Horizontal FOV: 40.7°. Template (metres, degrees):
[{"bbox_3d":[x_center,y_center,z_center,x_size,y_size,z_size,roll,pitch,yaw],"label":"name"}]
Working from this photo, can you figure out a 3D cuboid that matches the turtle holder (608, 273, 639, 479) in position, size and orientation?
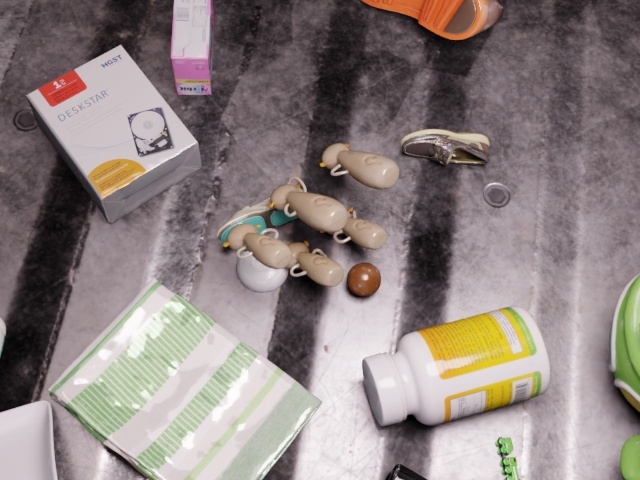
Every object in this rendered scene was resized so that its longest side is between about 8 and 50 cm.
[{"bbox_3d":[0.530,0.178,1.221,0.243,0.227,0.320,-1,67,-5],"label":"turtle holder"}]

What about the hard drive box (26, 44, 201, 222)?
[{"bbox_3d":[-0.334,-0.175,1.406,0.181,0.089,0.232,-34,72,-17],"label":"hard drive box"}]

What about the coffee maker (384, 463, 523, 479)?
[{"bbox_3d":[0.165,0.381,1.185,0.178,0.120,0.171,26,44,7],"label":"coffee maker"}]

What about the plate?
[{"bbox_3d":[-0.478,0.347,1.129,0.277,0.045,0.278,-16,34,-12],"label":"plate"}]

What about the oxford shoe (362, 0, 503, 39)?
[{"bbox_3d":[0.168,-0.476,1.572,0.364,0.130,0.133,40,37,21],"label":"oxford shoe"}]

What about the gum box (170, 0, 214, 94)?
[{"bbox_3d":[-0.217,-0.358,1.483,0.062,0.107,0.188,0,66,-3],"label":"gum box"}]

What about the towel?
[{"bbox_3d":[-0.200,0.231,1.261,0.325,0.038,0.248,36,68,12],"label":"towel"}]

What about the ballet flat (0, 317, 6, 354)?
[{"bbox_3d":[-0.647,0.105,1.257,0.400,0.139,0.139,19,66,1],"label":"ballet flat"}]

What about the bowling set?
[{"bbox_3d":[0.000,0.000,1.329,0.287,0.200,0.154,-35,36,-25],"label":"bowling set"}]

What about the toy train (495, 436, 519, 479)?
[{"bbox_3d":[0.275,0.327,1.256,0.024,0.017,0.083,-2,66,-15],"label":"toy train"}]

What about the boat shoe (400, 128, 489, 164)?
[{"bbox_3d":[0.211,-0.152,1.443,0.152,0.056,0.049,-1,61,-4],"label":"boat shoe"}]

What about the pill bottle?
[{"bbox_3d":[0.191,0.187,1.247,0.246,0.136,0.136,-14,68,-9],"label":"pill bottle"}]

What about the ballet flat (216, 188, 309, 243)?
[{"bbox_3d":[-0.093,-0.039,1.387,0.168,0.057,0.052,-22,41,-16],"label":"ballet flat"}]

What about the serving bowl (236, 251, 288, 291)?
[{"bbox_3d":[-0.091,0.038,1.357,0.083,0.027,0.083,1,66,-2],"label":"serving bowl"}]
